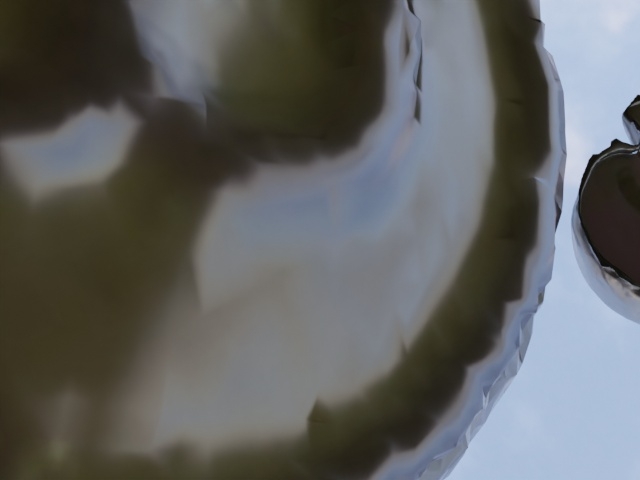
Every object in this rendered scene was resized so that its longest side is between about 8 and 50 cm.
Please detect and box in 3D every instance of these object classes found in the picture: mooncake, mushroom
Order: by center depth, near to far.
[{"bbox_3d":[-0.110,-0.046,0.426,0.246,0.393,0.394,-34,-167,52],"label":"mooncake"},{"bbox_3d":[0.237,-0.006,0.699,0.188,0.117,0.141,-8,-124,-7],"label":"mushroom"}]
